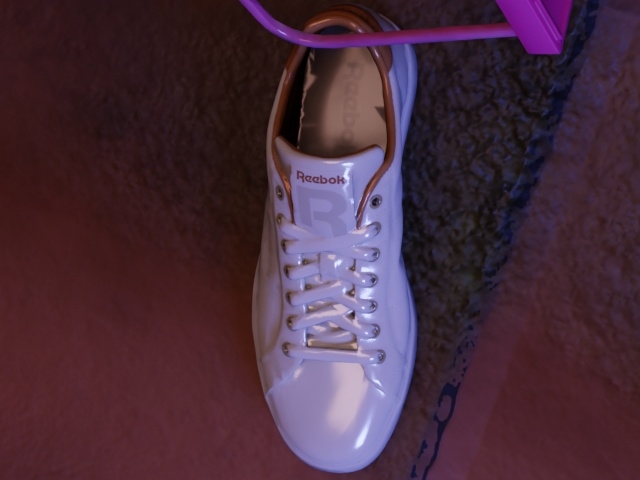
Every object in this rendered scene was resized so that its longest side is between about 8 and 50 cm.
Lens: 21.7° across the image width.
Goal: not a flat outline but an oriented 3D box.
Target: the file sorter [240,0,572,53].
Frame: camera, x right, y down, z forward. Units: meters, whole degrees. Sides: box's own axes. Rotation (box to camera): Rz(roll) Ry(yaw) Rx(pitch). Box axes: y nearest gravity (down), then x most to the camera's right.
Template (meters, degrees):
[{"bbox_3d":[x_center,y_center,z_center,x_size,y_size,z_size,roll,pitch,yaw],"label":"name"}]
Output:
[{"bbox_3d":[0.044,-0.274,0.910,0.182,0.202,0.290,1,63,30],"label":"file sorter"}]

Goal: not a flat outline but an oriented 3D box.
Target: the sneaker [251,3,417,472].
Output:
[{"bbox_3d":[0.000,0.000,1.010,0.106,0.123,0.290,1,90,13],"label":"sneaker"}]
